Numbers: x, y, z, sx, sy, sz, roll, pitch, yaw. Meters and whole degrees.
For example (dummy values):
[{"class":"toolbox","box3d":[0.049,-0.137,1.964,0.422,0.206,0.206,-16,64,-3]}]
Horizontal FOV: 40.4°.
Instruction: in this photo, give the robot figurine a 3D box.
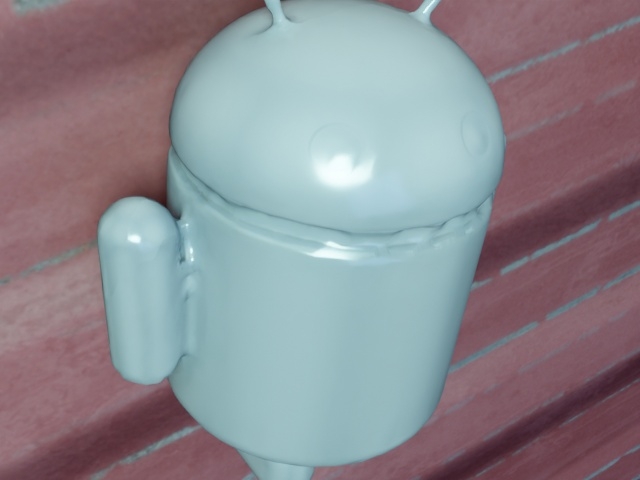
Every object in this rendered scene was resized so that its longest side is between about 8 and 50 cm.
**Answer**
[{"class":"robot figurine","box3d":[0.000,0.000,0.560,0.299,0.199,0.354,-19,132,-35]}]
